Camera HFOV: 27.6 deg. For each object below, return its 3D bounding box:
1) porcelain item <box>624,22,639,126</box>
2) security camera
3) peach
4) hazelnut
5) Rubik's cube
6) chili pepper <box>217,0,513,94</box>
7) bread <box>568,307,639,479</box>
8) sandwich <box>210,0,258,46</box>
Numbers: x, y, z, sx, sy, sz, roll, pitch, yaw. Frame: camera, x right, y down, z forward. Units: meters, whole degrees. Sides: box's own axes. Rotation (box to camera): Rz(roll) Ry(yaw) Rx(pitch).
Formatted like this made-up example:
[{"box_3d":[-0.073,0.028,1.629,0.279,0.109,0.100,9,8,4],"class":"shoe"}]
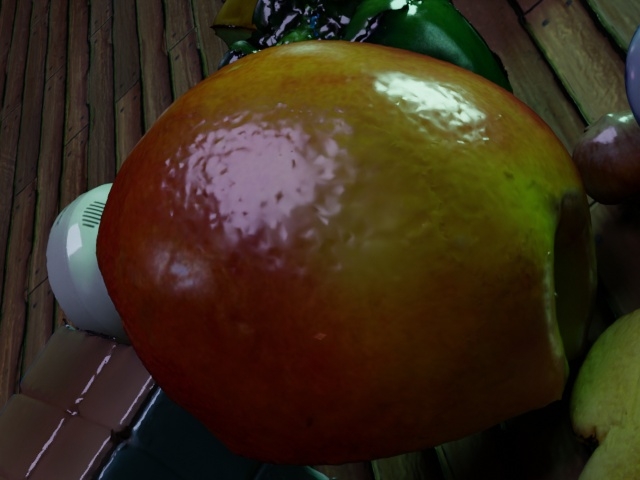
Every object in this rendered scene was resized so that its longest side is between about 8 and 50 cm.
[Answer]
[{"box_3d":[0.310,-0.155,1.021,0.141,0.141,0.259,-29,24,32],"class":"porcelain item"},{"box_3d":[-0.161,0.008,1.431,0.236,0.194,0.195,-19,42,37],"class":"security camera"},{"box_3d":[0.000,0.000,1.001,0.380,0.306,0.242,-4,8,27],"class":"peach"},{"box_3d":[0.250,-0.068,1.064,0.086,0.086,0.086,-34,33,26],"class":"hazelnut"},{"box_3d":[-0.165,0.233,1.139,0.221,0.231,0.225,6,59,55],"class":"Rubik's cube"},{"box_3d":[0.044,-0.129,1.240,0.248,0.256,0.233,-44,35,13],"class":"chili pepper"},{"box_3d":[0.228,0.123,0.904,0.149,0.065,0.188,-11,50,63],"class":"bread"},{"box_3d":[0.010,-0.281,1.549,0.198,0.155,0.227,-54,30,-6],"class":"sandwich"}]
